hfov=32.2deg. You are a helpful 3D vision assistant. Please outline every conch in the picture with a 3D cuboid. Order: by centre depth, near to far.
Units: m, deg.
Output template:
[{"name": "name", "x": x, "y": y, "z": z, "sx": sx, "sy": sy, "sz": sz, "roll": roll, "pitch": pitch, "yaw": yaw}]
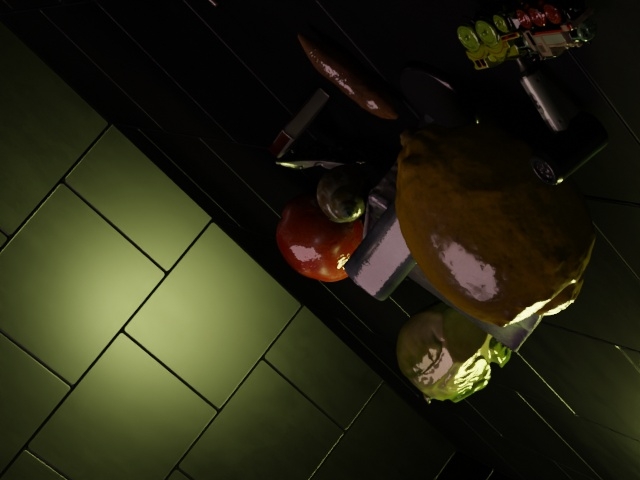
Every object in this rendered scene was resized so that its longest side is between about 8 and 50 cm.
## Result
[{"name": "conch", "x": 0.052, "y": -0.090, "z": 2.164, "sx": 0.106, "sy": 0.116, "sz": 0.173, "roll": 14, "pitch": 175, "yaw": 22}]

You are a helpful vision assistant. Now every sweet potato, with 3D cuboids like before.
[{"name": "sweet potato", "x": 0.046, "y": -0.276, "z": 1.867, "sx": 0.218, "sy": 0.051, "sz": 0.065, "roll": 39, "pitch": 171, "yaw": 2}]

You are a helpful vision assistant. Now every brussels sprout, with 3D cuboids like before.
[{"name": "brussels sprout", "x": 0.299, "y": 0.233, "z": 2.486, "sx": 0.227, "sy": 0.259, "sz": 0.294, "roll": 43, "pitch": 169, "yaw": 9}]

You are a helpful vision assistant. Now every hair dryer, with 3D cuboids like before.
[{"name": "hair dryer", "x": 0.293, "y": -0.178, "z": 1.465, "sx": 0.197, "sy": 0.100, "sz": 0.057, "roll": 57, "pitch": 164, "yaw": -12}]

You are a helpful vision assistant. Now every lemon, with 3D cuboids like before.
[{"name": "lemon", "x": 0.258, "y": -0.032, "z": 1.662, "sx": 0.285, "sy": 0.285, "sz": 0.316, "roll": 66, "pitch": -178, "yaw": -64}]

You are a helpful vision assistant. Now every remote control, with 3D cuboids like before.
[{"name": "remote control", "x": 0.163, "y": -0.029, "z": 1.990, "sx": 0.107, "sy": 0.044, "sz": 0.377, "roll": 37, "pitch": 134, "yaw": 2}]

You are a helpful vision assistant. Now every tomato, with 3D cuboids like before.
[{"name": "tomato", "x": 0.003, "y": 0.002, "z": 2.663, "sx": 0.232, "sy": 0.188, "sz": 0.232, "roll": 35, "pitch": 169, "yaw": 8}]

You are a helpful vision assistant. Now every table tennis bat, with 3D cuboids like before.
[{"name": "table tennis bat", "x": 0.182, "y": -0.210, "z": 1.777, "sx": 0.150, "sy": 0.027, "sz": 0.236, "roll": 37, "pitch": 166, "yaw": 5}]

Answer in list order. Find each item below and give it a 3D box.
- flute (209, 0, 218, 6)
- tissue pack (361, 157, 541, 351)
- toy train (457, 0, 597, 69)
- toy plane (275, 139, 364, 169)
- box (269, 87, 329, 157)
[{"name": "flute", "x": -0.290, "y": -0.522, "z": 2.028, "sx": 0.269, "sy": 0.014, "sz": 0.014, "roll": 40, "pitch": 168, "yaw": -11}, {"name": "tissue pack", "x": 0.270, "y": 0.030, "z": 2.145, "sx": 0.394, "sy": 0.124, "sz": 0.288, "roll": 36, "pitch": 163, "yaw": 10}, {"name": "toy train", "x": 0.248, "y": -0.256, "z": 1.335, "sx": 0.085, "sy": 0.053, "sz": 0.250, "roll": 56, "pitch": 164, "yaw": -14}, {"name": "toy plane", "x": -0.004, "y": -0.170, "z": 2.218, "sx": 0.160, "sy": 0.082, "sz": 0.234, "roll": 17, "pitch": -177, "yaw": 39}, {"name": "box", "x": -0.042, "y": -0.225, "z": 2.146, "sx": 0.036, "sy": 0.115, "sz": 0.177, "roll": 40, "pitch": 168, "yaw": -4}]
